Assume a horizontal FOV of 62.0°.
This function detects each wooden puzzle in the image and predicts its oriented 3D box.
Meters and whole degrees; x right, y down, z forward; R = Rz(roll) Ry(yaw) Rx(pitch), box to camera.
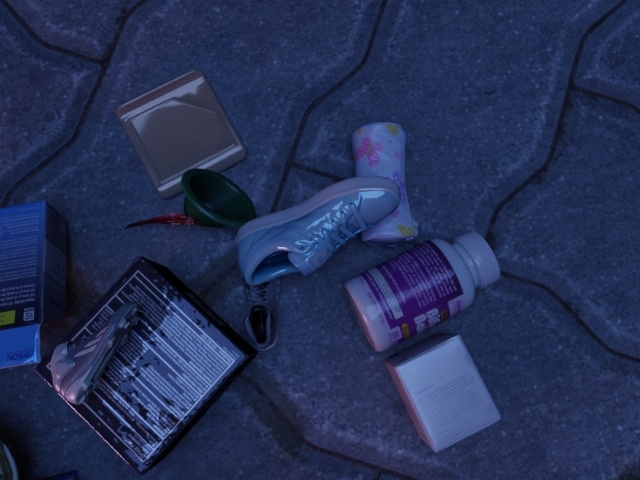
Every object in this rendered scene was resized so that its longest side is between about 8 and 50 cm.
[{"bbox_3d":[-0.319,-0.245,1.230,0.220,0.044,0.239,-29,88,-6],"label":"wooden puzzle"}]

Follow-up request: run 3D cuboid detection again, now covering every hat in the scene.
[{"bbox_3d":[-0.276,-0.044,1.196,0.208,0.173,0.183,42,118,4],"label":"hat"}]

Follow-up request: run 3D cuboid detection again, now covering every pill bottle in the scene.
[{"bbox_3d":[0.215,0.098,1.126,0.301,0.169,0.169,-26,83,-4],"label":"pill bottle"}]

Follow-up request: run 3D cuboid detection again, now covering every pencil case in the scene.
[{"bbox_3d":[0.139,-0.123,1.182,0.124,0.113,0.273,-10,80,20],"label":"pencil case"}]

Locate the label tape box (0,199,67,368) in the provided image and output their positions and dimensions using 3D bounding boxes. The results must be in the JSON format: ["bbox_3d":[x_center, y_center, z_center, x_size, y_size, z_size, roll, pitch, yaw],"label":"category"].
[{"bbox_3d":[-0.664,0.109,1.084,0.249,0.115,0.348,-11,66,-3],"label":"label tape box"}]

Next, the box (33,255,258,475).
[{"bbox_3d":[-0.339,0.243,1.082,0.296,0.183,0.294,42,82,7],"label":"box"}]

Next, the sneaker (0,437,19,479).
[{"bbox_3d":[-0.657,0.529,0.953,0.158,0.182,0.411,-9,81,-3],"label":"sneaker"}]

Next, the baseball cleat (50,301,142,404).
[{"bbox_3d":[-0.417,0.188,0.966,0.109,0.072,0.206,27,78,11],"label":"baseball cleat"}]

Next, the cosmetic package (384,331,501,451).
[{"bbox_3d":[0.245,0.305,1.105,0.151,0.151,0.184,-24,84,-5],"label":"cosmetic package"}]

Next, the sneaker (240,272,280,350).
[{"bbox_3d":[-0.127,0.120,1.132,0.086,0.132,0.229,-8,82,-3],"label":"sneaker"}]

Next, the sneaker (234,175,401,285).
[{"bbox_3d":[0.000,0.000,1.071,0.365,0.135,0.150,-23,52,17],"label":"sneaker"}]

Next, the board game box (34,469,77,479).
[{"bbox_3d":[-0.593,0.672,1.065,0.233,0.078,0.347,-12,82,-3],"label":"board game box"}]
